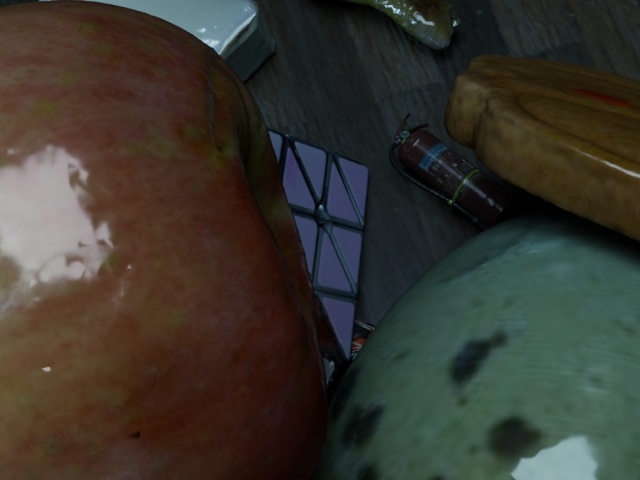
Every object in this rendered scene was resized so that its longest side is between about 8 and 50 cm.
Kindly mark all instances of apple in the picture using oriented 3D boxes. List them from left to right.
[{"bbox_3d":[-0.172,0.038,1.056,0.364,0.364,0.364,-3,61,5],"label":"apple"}]

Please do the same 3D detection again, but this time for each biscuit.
[{"bbox_3d":[0.253,-0.055,1.262,0.349,0.455,0.078,13,104,-9],"label":"biscuit"}]

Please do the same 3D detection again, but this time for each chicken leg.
[{"bbox_3d":[0.043,-0.232,1.571,0.198,0.069,0.085,41,49,17],"label":"chicken leg"}]

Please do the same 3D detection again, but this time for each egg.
[{"bbox_3d":[0.162,0.176,1.171,0.345,0.345,0.428,6,52,9],"label":"egg"}]

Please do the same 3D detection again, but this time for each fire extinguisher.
[{"bbox_3d":[0.106,-0.055,1.476,0.132,0.039,0.056,39,62,23],"label":"fire extinguisher"}]

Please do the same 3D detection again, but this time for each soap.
[{"bbox_3d":[-0.144,-0.195,1.564,0.183,0.064,0.121,36,71,23],"label":"soap"}]

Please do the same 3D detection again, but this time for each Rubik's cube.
[{"bbox_3d":[0.000,0.000,1.440,0.178,0.211,0.190,-33,80,-41],"label":"Rubik's cube"}]

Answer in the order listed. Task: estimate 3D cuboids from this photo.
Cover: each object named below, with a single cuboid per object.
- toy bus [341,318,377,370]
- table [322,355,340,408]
[{"bbox_3d":[0.061,0.098,1.399,0.110,0.031,0.043,22,63,15],"label":"toy bus"},{"bbox_3d":[-0.089,0.166,1.285,0.169,0.193,0.172,24,66,17],"label":"table"}]
